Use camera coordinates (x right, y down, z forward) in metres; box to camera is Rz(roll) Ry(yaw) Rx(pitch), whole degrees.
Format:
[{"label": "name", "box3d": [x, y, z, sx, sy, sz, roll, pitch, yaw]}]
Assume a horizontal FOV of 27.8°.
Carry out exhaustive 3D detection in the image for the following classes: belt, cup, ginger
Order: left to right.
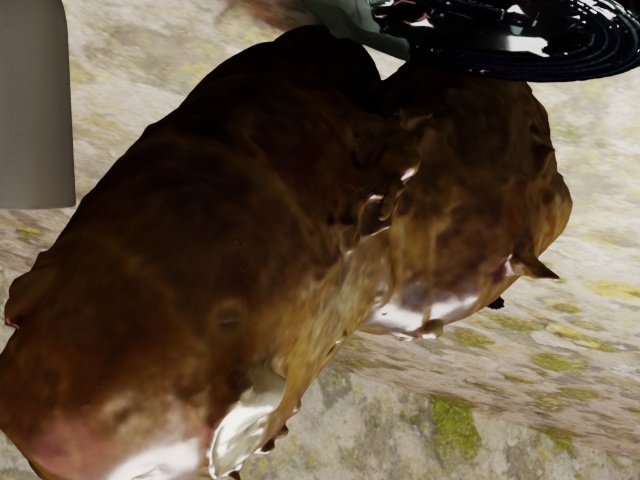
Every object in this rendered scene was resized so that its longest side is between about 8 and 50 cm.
[{"label": "cup", "box3d": [-0.203, -0.085, 0.608, 0.173, 0.142, 0.134, 0, -176, 18]}, {"label": "ginger", "box3d": [0.000, 0.000, 0.722, 0.254, 0.418, 0.176, 17, 125, 20]}, {"label": "belt", "box3d": [0.081, -0.141, 0.667, 0.198, 0.078, 0.151, 10, 167, 27]}]
